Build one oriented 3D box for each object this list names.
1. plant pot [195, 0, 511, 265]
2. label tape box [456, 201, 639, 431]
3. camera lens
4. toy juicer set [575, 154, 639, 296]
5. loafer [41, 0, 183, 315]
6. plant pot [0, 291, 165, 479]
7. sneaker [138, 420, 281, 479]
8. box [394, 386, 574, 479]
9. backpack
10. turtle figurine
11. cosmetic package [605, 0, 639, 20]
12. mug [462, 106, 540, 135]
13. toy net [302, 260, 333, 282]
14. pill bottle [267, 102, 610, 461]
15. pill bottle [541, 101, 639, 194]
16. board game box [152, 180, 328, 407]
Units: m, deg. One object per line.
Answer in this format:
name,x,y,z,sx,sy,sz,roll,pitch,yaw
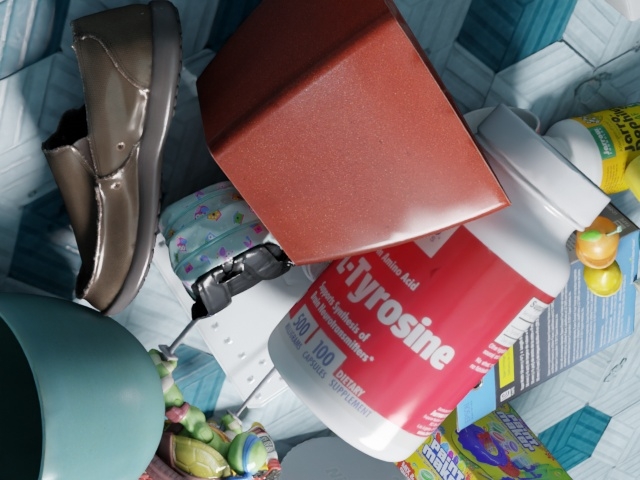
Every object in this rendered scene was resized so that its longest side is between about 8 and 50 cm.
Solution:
plant pot,0.015,-0.131,1.480,0.235,0.267,0.267,-32,121,9
label tape box,0.310,0.106,2.048,0.333,0.106,0.241,-26,137,-16
camera lens,0.006,0.460,2.053,0.219,0.219,0.274,-8,130,-31
toy juicer set,0.479,0.017,1.937,0.209,0.089,0.329,-48,141,13
loafer,-0.235,-0.090,1.477,0.130,0.134,0.366,5,115,-13
plant pot,-0.317,0.194,1.542,0.235,0.293,0.293,-1,127,-52
sneaker,-0.172,0.301,1.895,0.225,0.093,0.088,-3,149,-16
box,0.237,0.429,2.143,0.177,0.290,0.279,-2,127,-34
backpack,-0.111,0.007,1.533,0.152,0.115,0.182,-35,171,-2
turtle figurine,-0.183,0.207,1.733,0.266,0.275,0.198,-5,173,18
cosmetic package,0.384,-0.392,1.623,0.183,0.151,0.151,-33,139,-5
mug,0.246,-0.082,1.794,0.150,0.113,0.169,-31,127,-33
toy net,0.021,0.054,1.763,0.122,0.045,0.232,-38,138,1
pill bottle,0.145,0.046,1.638,0.408,0.229,0.229,-49,138,10
pill bottle,0.378,-0.117,1.890,0.208,0.117,0.118,-15,133,-25
board game box,0.000,0.000,1.768,0.390,0.050,0.390,-34,139,-7
